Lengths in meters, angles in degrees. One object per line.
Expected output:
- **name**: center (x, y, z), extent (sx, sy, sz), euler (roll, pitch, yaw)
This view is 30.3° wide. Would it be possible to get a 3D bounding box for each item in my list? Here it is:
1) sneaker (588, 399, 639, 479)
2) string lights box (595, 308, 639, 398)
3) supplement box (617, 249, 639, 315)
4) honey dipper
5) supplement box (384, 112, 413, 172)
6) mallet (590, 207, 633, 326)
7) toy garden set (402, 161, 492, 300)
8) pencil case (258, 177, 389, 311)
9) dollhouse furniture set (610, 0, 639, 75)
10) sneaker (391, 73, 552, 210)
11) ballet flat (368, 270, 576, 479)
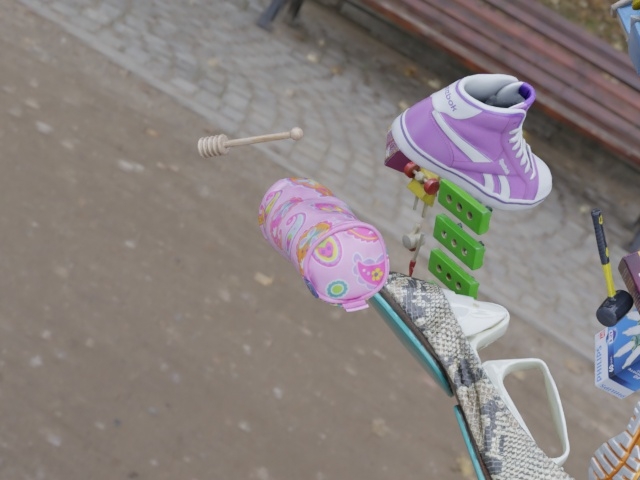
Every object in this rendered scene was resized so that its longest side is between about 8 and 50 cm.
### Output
- **sneaker**: center (0.477, 0.311, 1.738), extent (0.083, 0.215, 0.084), euler (23, 21, -33)
- **string lights box**: center (0.662, 0.200, 2.361), extent (0.076, 0.259, 0.133), euler (26, 49, -18)
- **supplement box**: center (0.541, 0.098, 1.799), extent (0.081, 0.104, 0.188), euler (57, 11, -74)
- **honey dipper**: center (-0.094, -0.137, 1.620), extent (0.160, 0.031, 0.030), euler (-5, 5, 27)
- **supplement box**: center (0.143, -0.168, 2.029), extent (0.043, 0.055, 0.083), euler (21, 55, -18)
- **mallet**: center (0.426, 0.044, 1.776), extent (0.039, 0.190, 0.062), euler (7, 40, 43)
- **toy garden set**: center (0.206, 0.001, 1.944), extent (0.049, 0.244, 0.204), euler (-17, 40, -28)
- **pencil case**: center (0.000, 0.000, 1.581), extent (0.124, 0.124, 0.284), euler (21, 9, -22)
- **dollhouse furniture set**: center (0.687, -0.444, 2.185), extent (0.303, 0.286, 0.198), euler (51, 19, -71)
- **sneaker**: center (0.247, -0.130, 1.547), extent (0.282, 0.161, 0.102), euler (17, 50, -40)
- **ballet flat**: center (0.239, 0.207, 1.737), extent (0.483, 0.182, 0.164), euler (61, -1, 29)
